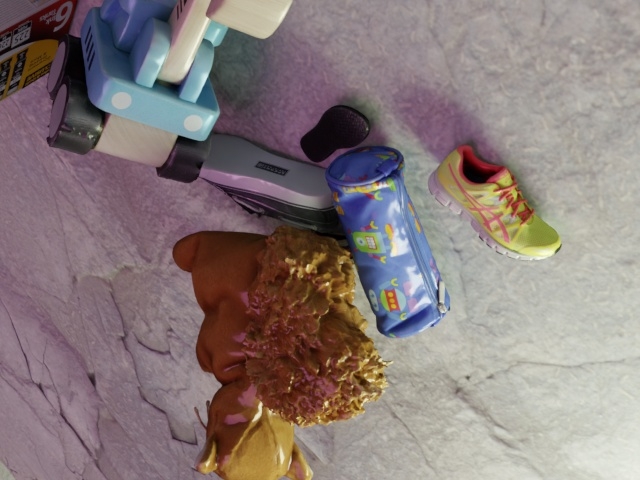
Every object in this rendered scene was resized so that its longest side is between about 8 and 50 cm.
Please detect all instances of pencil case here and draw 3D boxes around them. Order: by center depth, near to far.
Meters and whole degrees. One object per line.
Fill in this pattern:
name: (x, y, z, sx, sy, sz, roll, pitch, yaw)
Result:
pencil case: (0.108, 0.007, 1.485, 0.133, 0.119, 0.306, 3, 125, 40)

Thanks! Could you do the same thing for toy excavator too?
toy excavator: (-0.202, -0.287, 1.359, 0.222, 0.433, 0.445, 15, 120, -27)

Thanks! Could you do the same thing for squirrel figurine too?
squirrel figurine: (-0.076, 0.182, 1.483, 0.281, 0.370, 0.397, 16, 164, -24)

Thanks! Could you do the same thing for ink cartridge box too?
ink cartridge box: (-0.576, -0.305, 1.640, 0.130, 0.309, 0.272, 41, 140, 4)

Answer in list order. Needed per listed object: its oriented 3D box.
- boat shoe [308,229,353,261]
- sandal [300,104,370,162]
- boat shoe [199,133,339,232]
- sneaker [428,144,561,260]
boat shoe: (0.000, 0.000, 1.622, 0.137, 0.049, 0.043, 14, 127, 28)
sandal: (0.025, -0.166, 1.480, 0.067, 0.040, 0.179, 57, 152, -6)
boat shoe: (-0.102, -0.088, 1.597, 0.301, 0.108, 0.102, 17, 131, 19)
sneaker: (0.247, -0.054, 1.353, 0.208, 0.081, 0.094, 36, 136, 11)
